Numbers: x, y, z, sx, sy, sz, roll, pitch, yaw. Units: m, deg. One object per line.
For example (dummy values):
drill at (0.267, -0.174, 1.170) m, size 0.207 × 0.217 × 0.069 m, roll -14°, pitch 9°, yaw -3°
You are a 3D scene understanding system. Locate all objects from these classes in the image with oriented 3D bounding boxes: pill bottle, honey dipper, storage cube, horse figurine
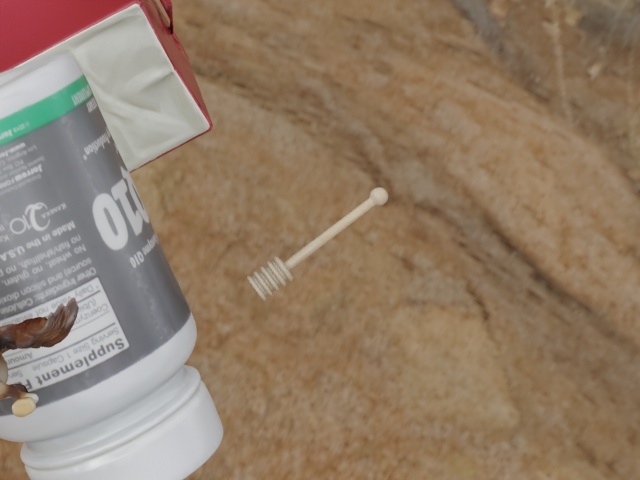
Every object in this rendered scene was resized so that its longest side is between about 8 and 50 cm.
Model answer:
pill bottle at (-0.230, 0.042, 1.277) m, size 0.204 × 0.204 × 0.361 m, roll -31°, pitch 107°, yaw -30°
honey dipper at (0.000, 0.000, 1.451) m, size 0.160 × 0.030 × 0.030 m, roll -37°, pitch 71°, yaw -2°
storage cube at (-0.254, -0.195, 1.687) m, size 0.215 × 0.184 × 0.193 m, roll -27°, pitch 34°, yaw 2°
horse figurine at (-0.298, 0.102, 1.066) m, size 0.263 × 0.174 × 0.066 m, roll -18°, pitch 106°, yaw -13°
